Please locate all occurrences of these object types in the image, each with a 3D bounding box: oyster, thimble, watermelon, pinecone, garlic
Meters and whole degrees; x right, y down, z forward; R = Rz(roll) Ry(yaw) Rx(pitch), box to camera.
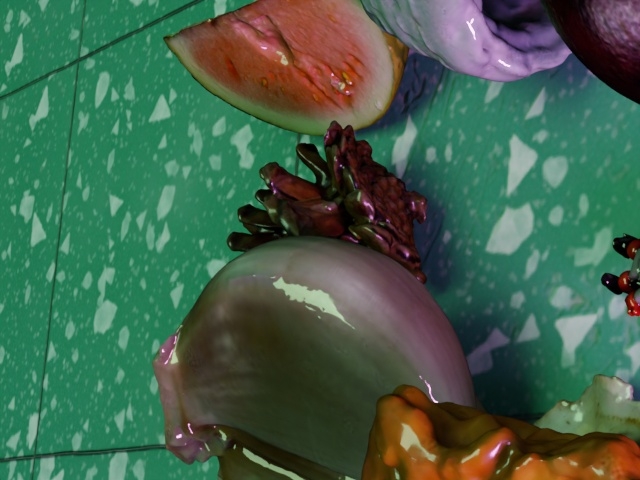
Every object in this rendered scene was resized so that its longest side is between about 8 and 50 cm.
[{"bbox_3d":[0.199,0.177,1.049,0.161,0.107,0.233,-44,24,-19],"label":"oyster"},{"bbox_3d":[0.133,-0.252,1.198,0.172,0.205,0.250,37,115,53],"label":"thimble"},{"bbox_3d":[0.008,-0.196,1.433,0.303,0.159,0.128,-10,41,55],"label":"watermelon"},{"bbox_3d":[0.004,0.000,1.347,0.195,0.150,0.179,-59,34,38],"label":"pinecone"},{"bbox_3d":[0.012,0.123,1.233,0.325,0.132,0.279,10,129,27],"label":"garlic"}]

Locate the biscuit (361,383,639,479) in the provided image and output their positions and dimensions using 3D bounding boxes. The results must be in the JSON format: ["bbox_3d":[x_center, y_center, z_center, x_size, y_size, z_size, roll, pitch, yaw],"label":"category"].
[{"bbox_3d":[0.154,0.250,0.932,0.312,0.110,0.318,8,110,44],"label":"biscuit"}]

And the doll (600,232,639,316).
[{"bbox_3d":[0.258,0.016,1.070,0.109,0.057,0.169,-66,18,-14],"label":"doll"}]

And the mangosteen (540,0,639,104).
[{"bbox_3d":[0.250,-0.212,0.929,0.297,0.313,0.297,-16,66,39],"label":"mangosteen"}]
